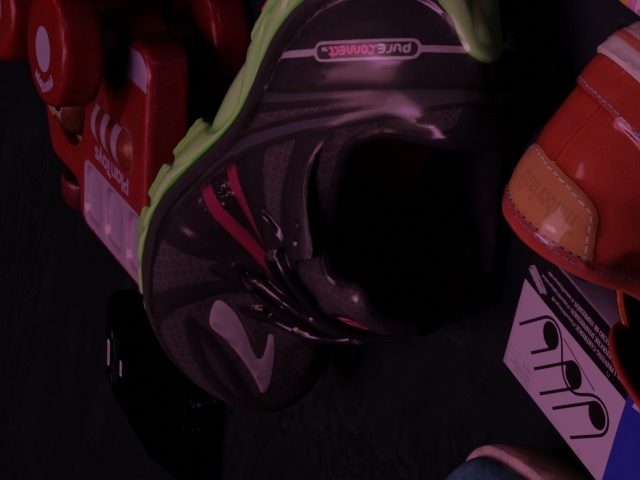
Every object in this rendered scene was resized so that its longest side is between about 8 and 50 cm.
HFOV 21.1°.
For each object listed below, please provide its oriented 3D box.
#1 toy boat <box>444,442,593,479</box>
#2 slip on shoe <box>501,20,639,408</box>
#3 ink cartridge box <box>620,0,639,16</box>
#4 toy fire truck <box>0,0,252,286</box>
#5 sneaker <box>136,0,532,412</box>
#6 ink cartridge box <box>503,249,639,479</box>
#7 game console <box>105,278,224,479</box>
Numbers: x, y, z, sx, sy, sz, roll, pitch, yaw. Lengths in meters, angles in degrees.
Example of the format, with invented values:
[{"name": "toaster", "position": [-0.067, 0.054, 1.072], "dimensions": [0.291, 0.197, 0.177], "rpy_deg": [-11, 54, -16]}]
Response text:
[{"name": "toy boat", "position": [0.128, 0.298, 1.028], "dimensions": [0.267, 0.148, 0.318], "rpy_deg": [43, 135, 53]}, {"name": "slip on shoe", "position": [0.173, 0.039, 0.727], "dimensions": [0.331, 0.101, 0.123], "rpy_deg": [45, -175, -45]}, {"name": "ink cartridge box", "position": [0.209, -0.165, 0.668], "dimensions": [0.233, 0.171, 0.168], "rpy_deg": [51, 142, 47]}, {"name": "toy fire truck", "position": [-0.187, -0.120, 1.507], "dimensions": [0.302, 0.169, 0.254], "rpy_deg": [40, 130, 53]}, {"name": "sneaker", "position": [0.000, 0.000, 1.156], "dimensions": [0.483, 0.185, 0.202], "rpy_deg": [116, 141, -53]}, {"name": "ink cartridge box", "position": [0.180, 0.093, 0.967], "dimensions": [0.207, 0.046, 0.097], "rpy_deg": [54, 145, 44]}, {"name": "game console", "position": [-0.148, 0.056, 1.654], "dimensions": [0.213, 0.044, 0.361], "rpy_deg": [44, 137, 50]}]
